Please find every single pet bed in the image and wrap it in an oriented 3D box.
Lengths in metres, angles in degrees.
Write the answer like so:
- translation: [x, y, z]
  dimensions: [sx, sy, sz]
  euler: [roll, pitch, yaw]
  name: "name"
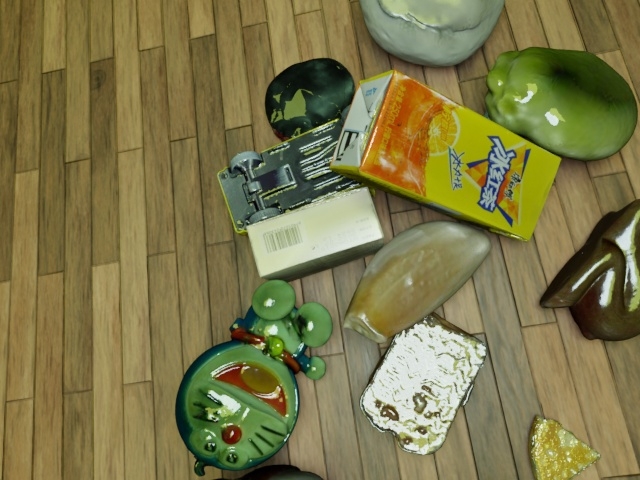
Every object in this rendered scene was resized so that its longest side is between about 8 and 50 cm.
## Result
- translation: [-0.021, -0.283, 0.933]
  dimensions: [0.202, 0.053, 0.201]
  euler: [-2, 75, 8]
  name: "pet bed"

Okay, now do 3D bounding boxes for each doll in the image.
- translation: [-0.112, 0.234, 0.755]
  dimensions: [0.199, 0.186, 0.321]
  euler: [37, 70, -5]
  name: "doll"

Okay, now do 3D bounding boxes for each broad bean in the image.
- translation: [0.418, -0.240, 0.785]
  dimensions: [0.291, 0.119, 0.237]
  euler: [-2, 60, -20]
  name: "broad bean"

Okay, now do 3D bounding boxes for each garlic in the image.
- translation: [0.158, 0.048, 0.758]
  dimensions: [0.318, 0.112, 0.143]
  euler: [-38, 56, -22]
  name: "garlic"

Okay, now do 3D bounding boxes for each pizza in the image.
- translation: [0.390, 0.347, 0.727]
  dimensions: [0.109, 0.026, 0.122]
  euler: [2, 74, 7]
  name: "pizza"

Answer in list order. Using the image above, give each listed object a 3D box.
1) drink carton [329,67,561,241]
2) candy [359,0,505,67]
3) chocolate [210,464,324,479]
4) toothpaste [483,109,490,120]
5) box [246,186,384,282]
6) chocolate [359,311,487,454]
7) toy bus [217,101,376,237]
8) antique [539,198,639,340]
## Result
- translation: [0.206, -0.123, 0.718]
  dimensions: [0.352, 0.111, 0.154]
  euler: [17, 95, -25]
  name: "drink carton"
- translation: [0.210, -0.477, 0.879]
  dimensions: [0.296, 0.185, 0.295]
  euler: [0, 89, -1]
  name: "candy"
- translation: [-0.096, 0.434, 0.658]
  dimensions: [0.284, 0.283, 0.186]
  euler: [-15, 75, 5]
  name: "chocolate"
- translation: [0.313, -0.185, 0.863]
  dimensions: [0.075, 0.048, 0.296]
  euler: [28, 85, 5]
  name: "toothpaste"
- translation: [0.000, 0.000, 0.799]
  dimensions: [0.212, 0.168, 0.094]
  euler: [-18, 77, 4]
  name: "box"
- translation: [0.168, 0.231, 0.755]
  dimensions: [0.149, 0.093, 0.214]
  euler: [31, 82, 16]
  name: "chocolate"
- translation: [-0.008, -0.117, 0.839]
  dimensions: [0.331, 0.152, 0.144]
  euler: [-22, 73, 4]
  name: "toy bus"
- translation: [0.498, 0.046, 0.736]
  dimensions: [0.143, 0.121, 0.256]
  euler: [37, 85, 13]
  name: "antique"
